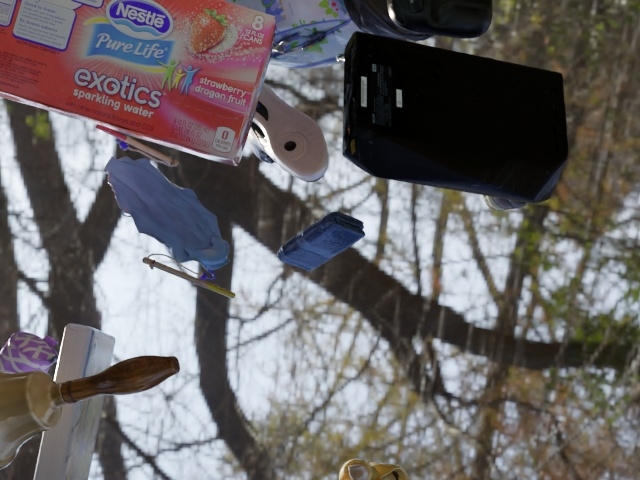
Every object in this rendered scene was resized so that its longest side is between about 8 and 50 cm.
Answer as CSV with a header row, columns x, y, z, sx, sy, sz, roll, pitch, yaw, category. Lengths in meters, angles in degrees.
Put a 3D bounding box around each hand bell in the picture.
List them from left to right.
x,y,z,sx,sy,sz,roll,pitch,yaw,category
-0.268,0.165,1.154,0.242,0.126,0.126,-17,-166,15,hand bell

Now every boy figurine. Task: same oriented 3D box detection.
x,y,z,sx,sy,sz,roll,pitch,yaw,category
0.062,0.384,1.443,0.092,0.177,0.285,-4,-176,14,boy figurine

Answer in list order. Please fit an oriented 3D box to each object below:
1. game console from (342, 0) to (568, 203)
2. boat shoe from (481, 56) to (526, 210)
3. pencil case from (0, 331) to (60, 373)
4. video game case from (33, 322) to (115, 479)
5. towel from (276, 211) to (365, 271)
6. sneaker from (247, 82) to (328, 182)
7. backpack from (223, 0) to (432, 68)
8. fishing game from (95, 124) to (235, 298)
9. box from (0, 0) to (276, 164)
x,y,z,sx,sy,sz,roll,pitch,yaw,category
0.130,-0.214,1.012,0.213,0.361,0.044,9,157,-16,game console
0.260,-0.152,1.483,0.080,0.223,0.073,-14,-172,-31,boat shoe
-0.502,0.240,1.695,0.086,0.206,0.088,37,-164,6,pencil case
-0.333,0.281,1.395,0.036,0.329,0.300,10,172,-4,video game case
0.000,0.000,1.405,0.067,0.119,0.029,21,-129,-36,towel
-0.049,-0.141,1.570,0.079,0.121,0.217,-32,-122,-11,sneaker
-0.015,-0.385,1.519,0.273,0.290,0.355,-8,-179,-24,backpack
-0.187,-0.030,1.263,0.189,0.041,0.264,24,-153,-46,fishing game
-0.207,-0.190,1.068,0.300,0.154,0.142,16,-179,-3,box
